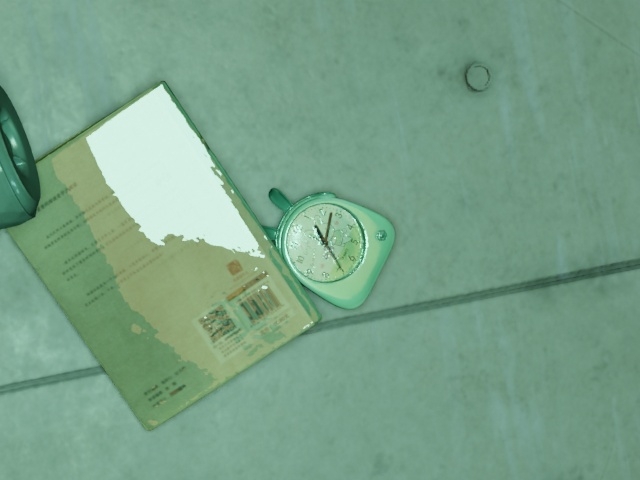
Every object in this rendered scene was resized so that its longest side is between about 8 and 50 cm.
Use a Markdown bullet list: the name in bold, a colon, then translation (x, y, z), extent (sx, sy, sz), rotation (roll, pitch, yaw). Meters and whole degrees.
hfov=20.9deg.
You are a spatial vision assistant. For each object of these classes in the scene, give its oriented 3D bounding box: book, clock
- **book**: translation (-0.160, 0.017, 1.683), extent (0.215, 0.025, 0.282), rotation (-32, 96, 1)
- **clock**: translation (0.000, 0.000, 1.723), extent (0.135, 0.041, 0.101), rotation (29, 85, -8)

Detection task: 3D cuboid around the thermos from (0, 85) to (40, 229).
- **thermos**: translation (-0.406, -0.030, 1.597), extent (0.287, 0.145, 0.182), rotation (-20, 104, 3)
